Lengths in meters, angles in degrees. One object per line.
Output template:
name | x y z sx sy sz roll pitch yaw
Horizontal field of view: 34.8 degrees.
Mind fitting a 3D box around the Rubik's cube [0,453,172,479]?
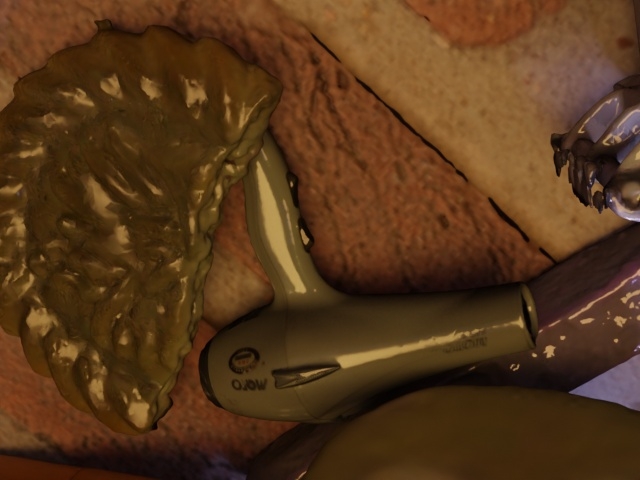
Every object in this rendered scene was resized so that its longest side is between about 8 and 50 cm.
Rubik's cube | -0.160 0.339 0.627 0.291 0.291 0.290 2 112 24

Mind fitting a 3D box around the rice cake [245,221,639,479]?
rice cake | 0.111 0.089 0.671 0.399 0.070 0.064 -34 107 15

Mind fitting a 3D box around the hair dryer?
hair dryer | 0.029 0.016 0.638 0.219 0.088 0.225 7 104 17

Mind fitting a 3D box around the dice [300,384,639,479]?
dice | 0.103 0.233 0.551 0.233 0.227 0.238 4 119 18

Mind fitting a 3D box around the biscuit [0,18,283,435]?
biscuit | -0.145 -0.013 0.647 0.187 0.036 0.273 24 113 14

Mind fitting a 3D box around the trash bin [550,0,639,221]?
trash bin | 0.229 -0.204 0.476 0.296 0.256 0.368 -14 102 10
